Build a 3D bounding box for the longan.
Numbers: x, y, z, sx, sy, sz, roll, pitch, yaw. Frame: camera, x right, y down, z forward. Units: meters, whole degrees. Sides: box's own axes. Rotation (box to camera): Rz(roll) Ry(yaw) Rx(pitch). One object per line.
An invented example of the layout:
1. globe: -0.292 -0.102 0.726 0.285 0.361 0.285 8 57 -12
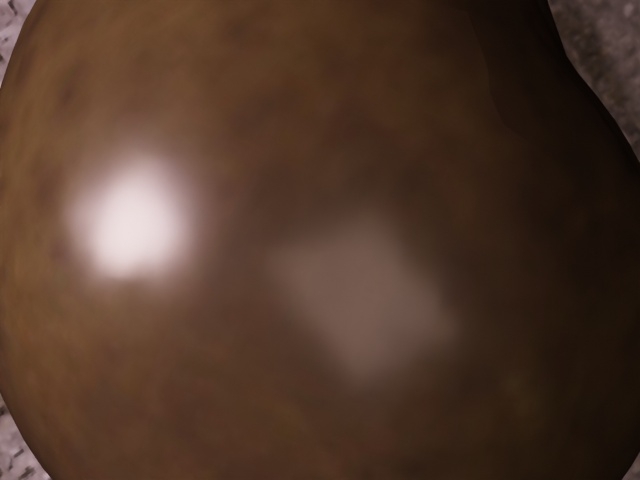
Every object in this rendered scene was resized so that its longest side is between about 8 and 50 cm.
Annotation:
1. longan: 0.000 0.000 0.614 0.318 0.319 0.319 -2 103 -10
